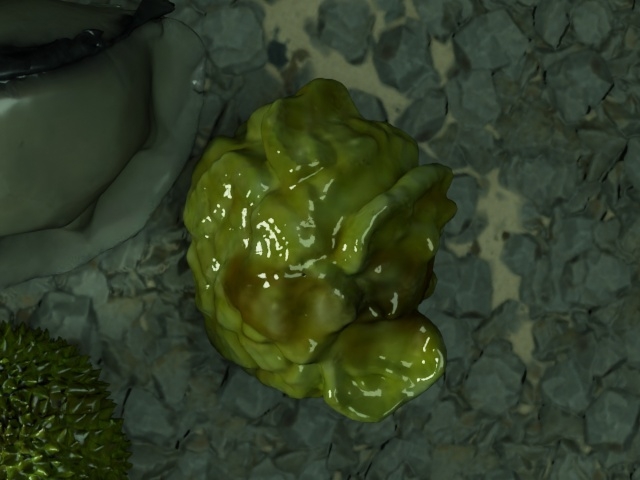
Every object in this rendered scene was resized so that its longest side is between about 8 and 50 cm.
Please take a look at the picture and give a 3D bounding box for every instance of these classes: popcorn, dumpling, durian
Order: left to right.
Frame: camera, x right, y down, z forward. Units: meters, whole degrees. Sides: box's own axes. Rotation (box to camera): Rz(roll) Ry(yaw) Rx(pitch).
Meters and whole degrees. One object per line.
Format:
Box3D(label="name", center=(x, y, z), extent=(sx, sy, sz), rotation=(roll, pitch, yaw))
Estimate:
Box3D(label="durian", center=(-0.213, 0.132, 1.287), extent=(0.146, 0.159, 0.198), rotation=(-13, 123, 26))
Box3D(label="dumpling", center=(-0.202, -0.071, 1.287), extent=(0.293, 0.163, 0.204), rotation=(-11, 92, -27))
Box3D(label="popcorn", center=(0.006, 0.007, 1.318), extent=(0.181, 0.217, 0.235), rotation=(-4, 128, -29))
